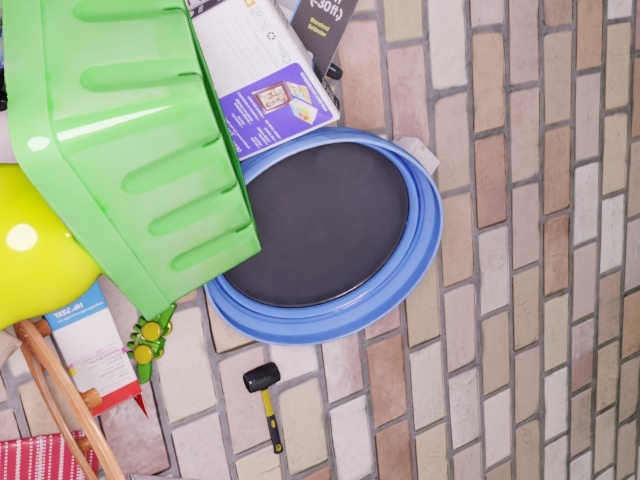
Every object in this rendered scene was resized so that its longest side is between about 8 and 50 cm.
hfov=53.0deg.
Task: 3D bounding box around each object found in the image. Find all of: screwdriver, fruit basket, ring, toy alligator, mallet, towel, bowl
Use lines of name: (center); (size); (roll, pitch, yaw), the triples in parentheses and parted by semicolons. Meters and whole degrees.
screwdriver: (-0.031, -0.305, 1.027); (0.169, 0.024, 0.025); (28, 117, -32)
fruit basket: (-0.273, -0.058, 0.706); (0.391, 0.283, 0.392); (-13, 149, -8)
ring: (-0.300, 0.237, 0.815); (0.032, 0.336, 0.337); (-28, 116, -30)
toy alligator: (-0.257, 0.125, 0.984); (0.051, 0.056, 0.190); (20, 92, 7)
mallet: (-0.083, 0.300, 1.147); (0.062, 0.039, 0.190); (-27, 119, -20)
towel: (-0.466, 0.383, 0.932); (0.274, 0.031, 0.199); (1, 100, -34)
bowl: (0.000, 0.000, 1.012); (0.390, 0.077, 0.392); (-11, 128, -14)

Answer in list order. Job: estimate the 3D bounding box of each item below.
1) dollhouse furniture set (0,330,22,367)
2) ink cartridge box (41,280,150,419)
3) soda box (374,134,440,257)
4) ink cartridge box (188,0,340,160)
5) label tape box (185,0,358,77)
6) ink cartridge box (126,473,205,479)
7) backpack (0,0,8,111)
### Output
dollhouse furniture set: (-0.498, 0.207, 0.778); (0.212, 0.161, 0.242); (40, 121, -22)
ink cartridge box: (-0.324, 0.149, 0.895); (0.078, 0.134, 0.231); (-25, 114, -26)
soda box: (0.118, -0.081, 1.149); (0.074, 0.069, 0.216); (39, 81, -33)
ink cartridge box: (-0.112, -0.203, 0.828); (0.208, 0.045, 0.206); (-20, 132, 21)
label tape box: (-0.086, -0.346, 0.896); (0.249, 0.115, 0.348); (18, 105, -33)
ink cartridge box: (-0.268, 0.505, 1.050); (0.158, 0.092, 0.218); (20, 93, -34)
backpack: (-0.461, -0.226, 0.632); (0.263, 0.277, 0.213); (35, 114, -11)
